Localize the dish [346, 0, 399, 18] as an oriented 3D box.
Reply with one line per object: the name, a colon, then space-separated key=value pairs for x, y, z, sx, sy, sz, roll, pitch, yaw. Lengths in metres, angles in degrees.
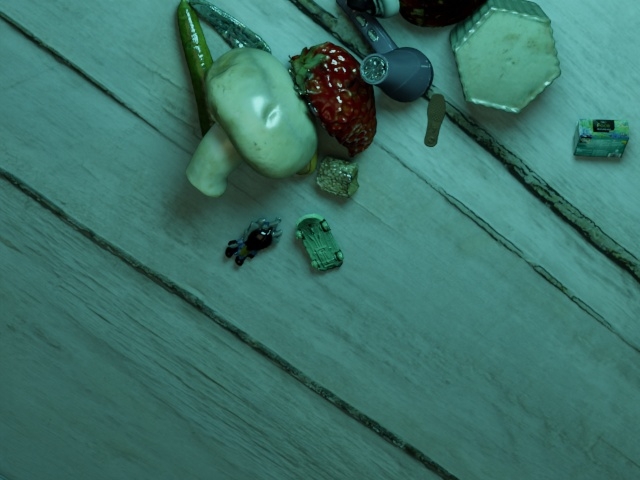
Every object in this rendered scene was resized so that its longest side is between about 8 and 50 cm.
dish: x=0.089 y=-0.502 z=1.563 sx=0.078 sy=0.141 sz=0.141 roll=-40 pitch=107 yaw=-7

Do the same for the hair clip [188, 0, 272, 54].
hair clip: x=-0.209 y=-0.492 z=1.776 sx=0.229 sy=0.036 sz=0.066 roll=37 pitch=120 yaw=-17

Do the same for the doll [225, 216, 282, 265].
doll: x=-0.168 y=-0.004 z=1.993 sx=0.096 sy=0.070 sz=0.195 roll=36 pitch=123 yaw=-27

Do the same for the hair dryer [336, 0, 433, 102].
hair dryer: x=0.095 y=-0.457 z=1.660 sx=0.121 sy=0.301 sz=0.361 roll=-41 pitch=80 yaw=24

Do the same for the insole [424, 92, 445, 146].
insole: x=0.274 y=-0.289 z=1.829 sx=0.045 sy=0.002 sz=0.135 roll=10 pitch=117 yaw=3

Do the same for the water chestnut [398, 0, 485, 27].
water chestnut: x=0.234 y=-0.582 z=1.560 sx=0.244 sy=0.289 sz=0.289 roll=38 pitch=122 yaw=31

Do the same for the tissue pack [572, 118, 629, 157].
tissue pack: x=0.649 y=-0.246 z=1.763 sx=0.111 sy=0.079 sz=0.085 roll=3 pitch=152 yaw=8

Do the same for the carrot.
carrot: x=-0.280 y=-0.394 z=1.818 sx=0.074 sy=0.074 sz=0.359 roll=-7 pitch=112 yaw=11

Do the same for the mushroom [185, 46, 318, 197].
mushroom: x=-0.132 y=-0.258 z=1.730 sx=0.315 sy=0.315 sz=0.356 roll=8 pitch=128 yaw=4

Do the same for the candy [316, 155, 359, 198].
candy: x=0.044 y=-0.160 z=1.880 sx=0.110 sy=0.085 sz=0.095 roll=15 pitch=124 yaw=11

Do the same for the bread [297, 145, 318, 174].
bread: x=-0.039 y=-0.220 z=1.874 sx=0.082 sy=0.056 sz=0.115 roll=7 pitch=104 yaw=31

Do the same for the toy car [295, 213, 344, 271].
toy car: x=0.000 y=0.000 z=1.977 sx=0.093 sy=0.058 sz=0.186 roll=-17 pitch=124 yaw=15

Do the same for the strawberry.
strawberry: x=0.055 y=-0.322 z=1.711 sx=0.150 sy=0.253 sz=0.280 roll=-34 pitch=109 yaw=13

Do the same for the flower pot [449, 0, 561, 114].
flower pot: x=0.395 y=-0.408 z=1.650 sx=0.209 sy=0.190 sz=0.239 roll=-13 pitch=114 yaw=14
